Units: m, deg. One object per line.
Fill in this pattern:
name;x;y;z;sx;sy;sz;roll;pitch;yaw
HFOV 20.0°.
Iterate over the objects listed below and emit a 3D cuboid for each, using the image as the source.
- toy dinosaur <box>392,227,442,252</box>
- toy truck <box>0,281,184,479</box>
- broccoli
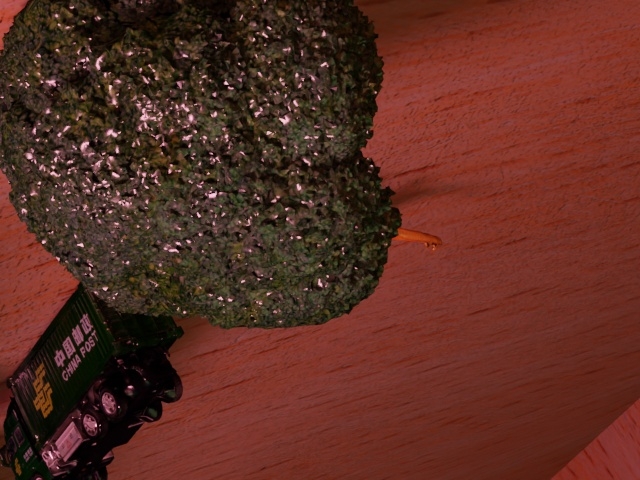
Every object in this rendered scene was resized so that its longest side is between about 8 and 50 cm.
toy dinosaur;0.000;0.000;1.751;0.117;0.070;0.288;-29;159;32
toy truck;-0.222;0.148;1.727;0.088;0.121;0.259;-12;153;-41
broccoli;-0.075;-0.074;1.245;0.308;0.308;0.275;-41;-179;29
